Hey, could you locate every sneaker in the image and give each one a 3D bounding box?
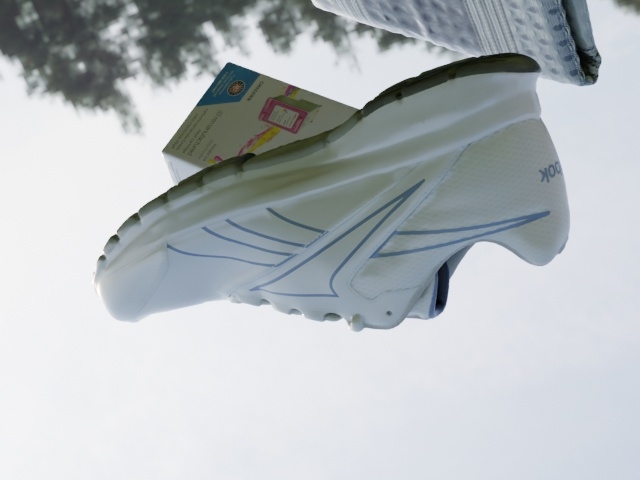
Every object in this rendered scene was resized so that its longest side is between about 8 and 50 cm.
[{"bbox_3d":[0.000,0.000,0.746,0.297,0.129,0.111,-21,-175,25],"label":"sneaker"}]

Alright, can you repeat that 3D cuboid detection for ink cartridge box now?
[{"bbox_3d":[-0.029,-0.057,0.888,0.122,0.052,0.088,23,-116,21],"label":"ink cartridge box"}]

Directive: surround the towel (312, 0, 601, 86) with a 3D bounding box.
[{"bbox_3d":[0.062,-0.276,1.043,0.312,0.324,0.056,24,-113,37],"label":"towel"}]
